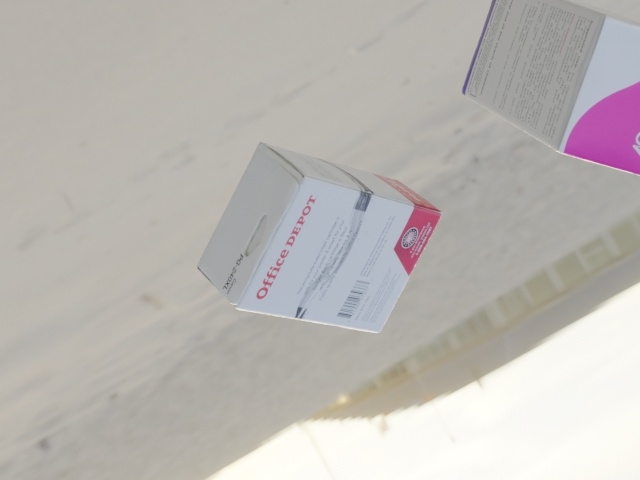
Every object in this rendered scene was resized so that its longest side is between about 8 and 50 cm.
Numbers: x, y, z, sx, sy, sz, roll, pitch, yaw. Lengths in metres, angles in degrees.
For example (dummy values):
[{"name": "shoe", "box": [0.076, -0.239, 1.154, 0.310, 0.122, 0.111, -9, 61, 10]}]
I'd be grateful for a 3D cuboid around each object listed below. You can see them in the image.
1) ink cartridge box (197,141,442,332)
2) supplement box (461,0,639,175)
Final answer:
[{"name": "ink cartridge box", "box": [0.000, 0.000, 1.005, 0.150, 0.063, 0.109, 13, 110, -44]}, {"name": "supplement box", "box": [0.215, -0.135, 1.122, 0.111, 0.114, 0.220, 14, -168, -17]}]
